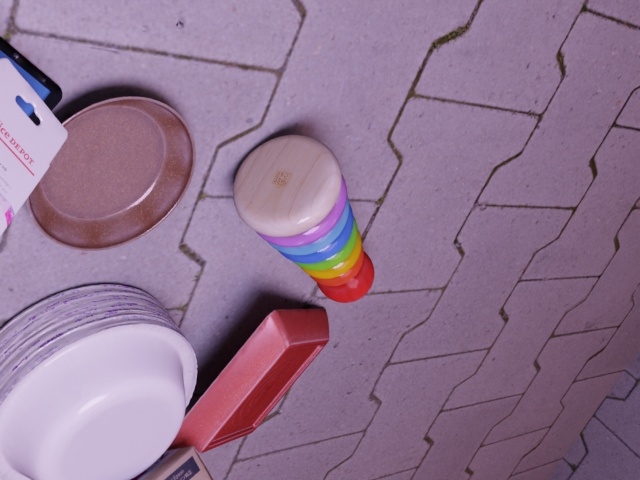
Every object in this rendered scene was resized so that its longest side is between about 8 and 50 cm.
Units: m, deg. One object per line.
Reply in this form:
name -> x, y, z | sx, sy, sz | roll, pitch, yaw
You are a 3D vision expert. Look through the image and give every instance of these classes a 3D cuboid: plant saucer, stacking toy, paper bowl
plant saucer -> -0.092, 0.214, 1.264 | 0.258, 0.047, 0.259 | -51, 164, 8
stacking toy -> 0.000, 0.000, 1.162 | 0.141, 0.141, 0.330 | -40, 147, -6
plant saucer -> -0.234, -0.078, 0.937 | 0.198, 0.036, 0.199 | -25, 138, -25
paper bowl -> -0.286, 0.207, 1.068 | 0.284, 0.148, 0.284 | -26, 139, -25

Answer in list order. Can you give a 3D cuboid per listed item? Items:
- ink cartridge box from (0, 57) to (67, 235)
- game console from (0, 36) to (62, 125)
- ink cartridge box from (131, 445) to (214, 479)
ink cartridge box -> -0.311, -0.061, 0.730 | 0.181, 0.061, 0.104 | -64, 144, -29
game console -> -0.316, -0.116, 0.787 | 0.085, 0.124, 0.144 | -23, 146, 16
ink cartridge box -> -0.282, 0.373, 1.130 | 0.234, 0.088, 0.193 | -22, -171, 39
